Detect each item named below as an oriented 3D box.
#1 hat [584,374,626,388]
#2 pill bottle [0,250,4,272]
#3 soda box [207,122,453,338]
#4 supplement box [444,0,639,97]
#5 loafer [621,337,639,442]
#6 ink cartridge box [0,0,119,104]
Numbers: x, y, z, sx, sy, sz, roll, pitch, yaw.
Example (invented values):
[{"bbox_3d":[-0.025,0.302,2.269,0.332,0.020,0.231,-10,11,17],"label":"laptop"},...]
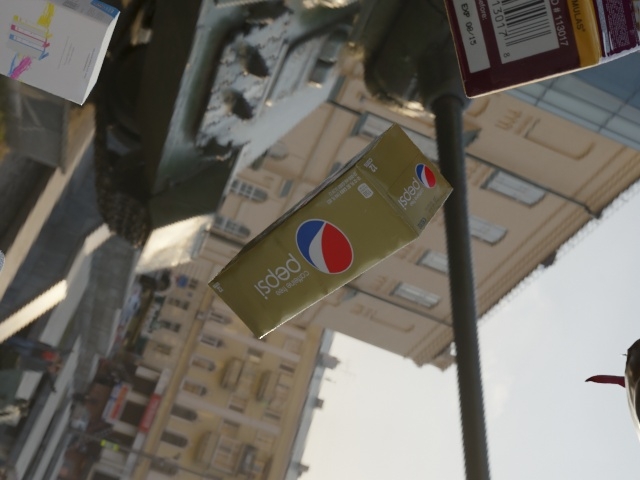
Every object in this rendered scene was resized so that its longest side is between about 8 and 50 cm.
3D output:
[{"bbox_3d":[0.596,0.213,1.307,0.173,0.183,0.208,-57,163,18],"label":"hat"},{"bbox_3d":[-0.495,-0.038,0.695,0.210,0.363,0.210,-29,-148,21],"label":"pill bottle"},{"bbox_3d":[0.000,0.000,0.514,0.181,0.058,0.061,-37,-172,44],"label":"soda box"},{"bbox_3d":[0.152,-0.161,0.491,0.188,0.081,0.104,-27,105,-54],"label":"supplement box"},{"bbox_3d":[0.446,0.250,0.881,0.130,0.134,0.366,-84,152,-61],"label":"loafer"},{"bbox_3d":[-0.295,-0.218,0.780,0.092,0.143,0.090,-103,-144,-63],"label":"ink cartridge box"}]
